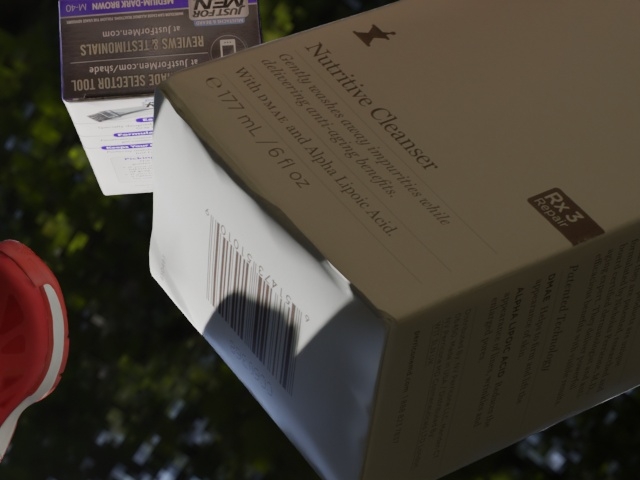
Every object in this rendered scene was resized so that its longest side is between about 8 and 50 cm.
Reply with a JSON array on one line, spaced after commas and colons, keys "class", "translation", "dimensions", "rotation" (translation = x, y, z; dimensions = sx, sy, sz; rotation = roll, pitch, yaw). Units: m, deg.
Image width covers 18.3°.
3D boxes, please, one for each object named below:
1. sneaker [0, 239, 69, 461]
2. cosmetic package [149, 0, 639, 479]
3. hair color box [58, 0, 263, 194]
[{"class": "sneaker", "translation": [-0.246, 0.104, 1.290], "dimensions": [0.087, 0.221, 0.128], "rotation": [38, -140, 18]}, {"class": "cosmetic package", "translation": [0.122, -0.031, 1.106], "dimensions": [0.385, 0.156, 0.217], "rotation": [-24, -128, -28]}, {"class": "hair color box", "translation": [-0.143, -0.140, 1.941], "dimensions": [0.185, 0.339, 0.110], "rotation": [-5, -102, -2]}]
